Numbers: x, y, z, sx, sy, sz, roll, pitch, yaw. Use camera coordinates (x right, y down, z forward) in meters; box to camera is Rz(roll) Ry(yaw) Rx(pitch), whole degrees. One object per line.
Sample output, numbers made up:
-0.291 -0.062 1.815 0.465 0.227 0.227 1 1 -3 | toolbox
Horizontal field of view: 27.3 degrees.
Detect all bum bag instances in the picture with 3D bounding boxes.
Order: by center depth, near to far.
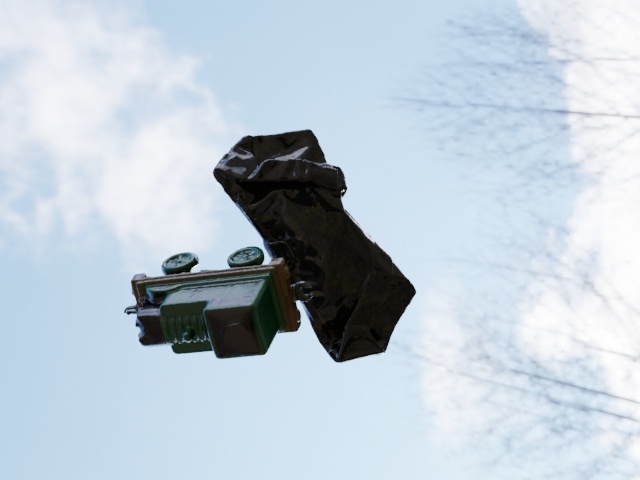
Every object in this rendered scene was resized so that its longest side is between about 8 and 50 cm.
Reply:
0.000 0.000 1.576 0.137 0.074 0.310 -33 -88 -12 | bum bag

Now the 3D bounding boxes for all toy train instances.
-0.121 0.077 1.473 0.136 0.227 0.091 -70 -30 -62 | toy train
